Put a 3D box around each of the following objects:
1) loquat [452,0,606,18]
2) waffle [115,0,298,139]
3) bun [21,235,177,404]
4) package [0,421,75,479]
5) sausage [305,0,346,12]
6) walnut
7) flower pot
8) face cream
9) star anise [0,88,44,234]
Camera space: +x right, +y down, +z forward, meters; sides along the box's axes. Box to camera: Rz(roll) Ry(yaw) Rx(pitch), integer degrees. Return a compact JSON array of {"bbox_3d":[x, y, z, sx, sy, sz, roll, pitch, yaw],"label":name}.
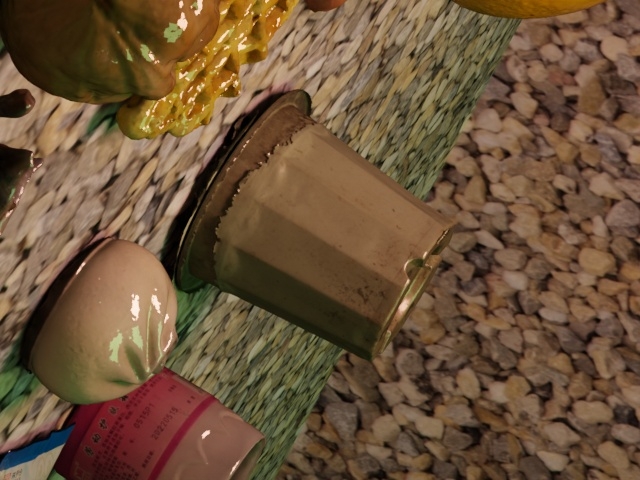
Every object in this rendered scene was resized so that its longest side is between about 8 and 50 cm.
[{"bbox_3d":[0.209,-0.400,1.706,0.359,0.328,0.328,36,84,-38],"label":"loquat"},{"bbox_3d":[-0.075,-0.227,1.484,0.312,0.060,0.307,-62,170,32],"label":"waffle"},{"bbox_3d":[-0.201,0.088,1.649,0.173,0.120,0.173,-58,171,-14],"label":"bun"},{"bbox_3d":[-0.339,0.281,1.828,0.173,0.027,0.171,-61,166,12],"label":"package"},{"bbox_3d":[0.021,-0.313,1.644,0.078,0.078,0.304,-55,169,-19],"label":"sausage"},{"bbox_3d":[-0.143,-0.161,1.136,0.167,0.149,0.166,-28,-173,4],"label":"walnut"},{"bbox_3d":[0.000,0.000,1.946,0.290,0.259,0.290,-57,171,-14],"label":"flower pot"},{"bbox_3d":[-0.187,0.247,1.966,0.175,0.195,0.175,-57,169,-16],"label":"face cream"},{"bbox_3d":[-0.265,-0.014,1.124,0.231,0.089,0.209,-53,-178,3],"label":"star anise"}]
